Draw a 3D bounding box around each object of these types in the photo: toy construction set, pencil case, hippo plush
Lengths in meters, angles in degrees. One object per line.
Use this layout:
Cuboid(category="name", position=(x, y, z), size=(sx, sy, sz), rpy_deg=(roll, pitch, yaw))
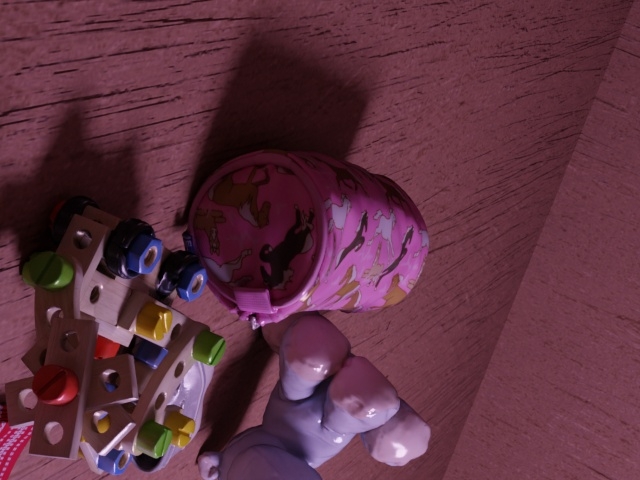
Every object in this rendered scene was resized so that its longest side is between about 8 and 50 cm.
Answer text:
Cuboid(category="toy construction set", position=(-0.179, 0.091, 1.125), size=(0.327, 0.151, 0.215), rpy_deg=(67, 47, -80))
Cuboid(category="pencil case", position=(0.000, 0.000, 1.449), size=(0.167, 0.160, 0.386), rpy_deg=(-38, 167, 16))
Cuboid(category="hippo plush", position=(-0.043, 0.215, 1.626), size=(0.236, 0.234, 0.294), rpy_deg=(-44, -159, -5))

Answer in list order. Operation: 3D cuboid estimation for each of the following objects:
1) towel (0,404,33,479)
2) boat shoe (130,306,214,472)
Cuboid(category="towel", position=(-0.329, 0.218, 1.059), size=(0.198, 0.031, 0.275), rpy_deg=(-64, 161, 2))
Cuboid(category="boat shoe", position=(-0.159, 0.157, 1.347), size=(0.081, 0.079, 0.227), rpy_deg=(-54, 162, -38))
